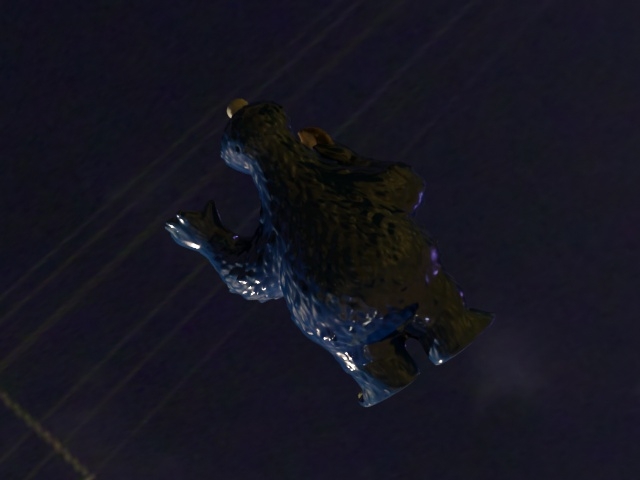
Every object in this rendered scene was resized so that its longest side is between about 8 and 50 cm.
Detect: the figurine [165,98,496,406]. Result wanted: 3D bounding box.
[{"bbox_3d":[0.009,-0.001,1.190,0.262,0.121,0.164,41,-91,4],"label":"figurine"}]
